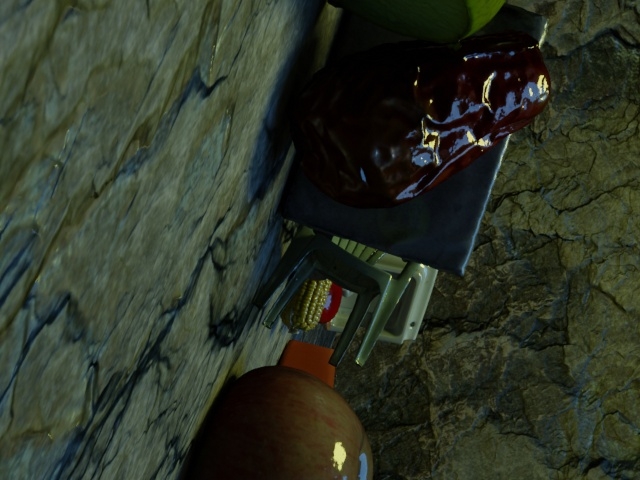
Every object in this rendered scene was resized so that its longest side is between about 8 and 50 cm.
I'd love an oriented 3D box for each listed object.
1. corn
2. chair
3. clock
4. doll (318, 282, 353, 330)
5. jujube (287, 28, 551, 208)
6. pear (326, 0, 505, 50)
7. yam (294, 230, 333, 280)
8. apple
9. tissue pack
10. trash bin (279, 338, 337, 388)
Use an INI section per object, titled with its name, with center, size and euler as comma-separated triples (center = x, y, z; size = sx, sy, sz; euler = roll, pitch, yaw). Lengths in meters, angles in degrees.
[corn]
center = -0.012, 0.062, 1.689
size = 0.080, 0.080, 0.238
euler = 49, 61, -83
[chair]
center = 0.035, 0.050, 1.478
size = 0.274, 0.203, 0.190
euler = -58, 179, -15
[clock]
center = 0.117, 0.099, 2.001
size = 0.116, 0.262, 0.231
euler = -94, -162, -62
[doll]
center = 0.007, 0.096, 1.830
size = 0.217, 0.085, 0.183
euler = -58, 139, -58
[jujube]
center = 0.133, -0.166, 1.170
size = 0.342, 0.216, 0.216
euler = -25, 158, -14
[pear]
center = 0.144, -0.407, 1.005
size = 0.318, 0.239, 0.342
euler = -63, 173, -4
[yam]
center = 0.001, -0.001, 1.607
size = 0.084, 0.084, 0.127
euler = 91, 17, -69
[apple]
center = -0.047, 0.357, 1.380
size = 0.345, 0.270, 0.344
euler = 18, 90, -83
[tissue pack]
center = 0.137, -0.174, 1.342
size = 0.124, 0.288, 0.394
euler = 17, 92, -85
[trash bin]
center = -0.030, 0.341, 1.930
size = 0.238, 0.185, 0.161
euler = -73, 177, -46
